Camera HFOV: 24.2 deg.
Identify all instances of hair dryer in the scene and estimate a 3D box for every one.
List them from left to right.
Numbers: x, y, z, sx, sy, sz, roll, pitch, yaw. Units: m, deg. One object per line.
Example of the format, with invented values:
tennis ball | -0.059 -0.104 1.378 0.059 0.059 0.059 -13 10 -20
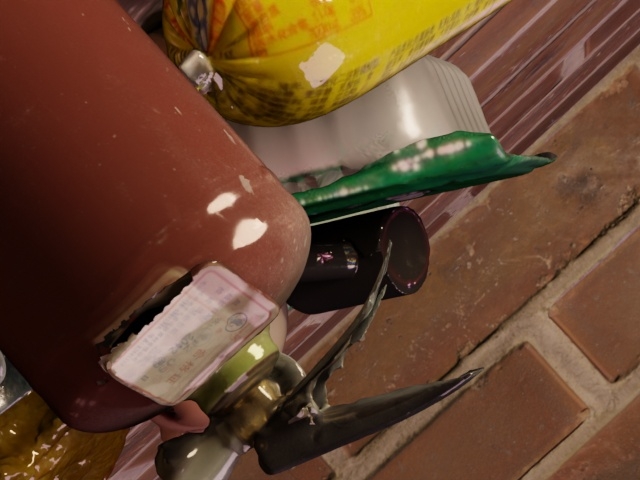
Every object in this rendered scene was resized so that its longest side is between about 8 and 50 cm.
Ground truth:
hair dryer | -0.027 0.022 1.107 0.114 0.071 0.248 -13 176 35

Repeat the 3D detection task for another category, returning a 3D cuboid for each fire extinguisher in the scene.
fire extinguisher | -0.079 -0.032 0.429 0.105 0.269 0.105 -41 171 -8

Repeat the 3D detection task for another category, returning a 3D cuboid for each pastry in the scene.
pastry | -0.278 0.188 1.228 0.240 0.132 0.235 -47 165 -19

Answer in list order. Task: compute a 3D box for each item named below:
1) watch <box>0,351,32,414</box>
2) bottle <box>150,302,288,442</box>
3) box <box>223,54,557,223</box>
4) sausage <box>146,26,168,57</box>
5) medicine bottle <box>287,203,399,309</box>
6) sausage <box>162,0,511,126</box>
watch | -0.220 0.071 1.044 0.193 0.068 0.206 -41 174 -14
bottle | -0.096 0.077 1.171 0.147 0.147 0.236 -43 -170 5
box | 0.021 -0.073 1.098 0.264 0.106 0.336 -13 -179 15
sausage | -0.008 -0.141 0.954 0.301 0.066 0.066 -35 170 -50
medicine bottle | 0.000 0.000 1.673 0.229 0.083 0.121 -36 168 -43
sausage | 0.040 -0.164 0.837 0.347 0.123 0.123 -37 170 -39
